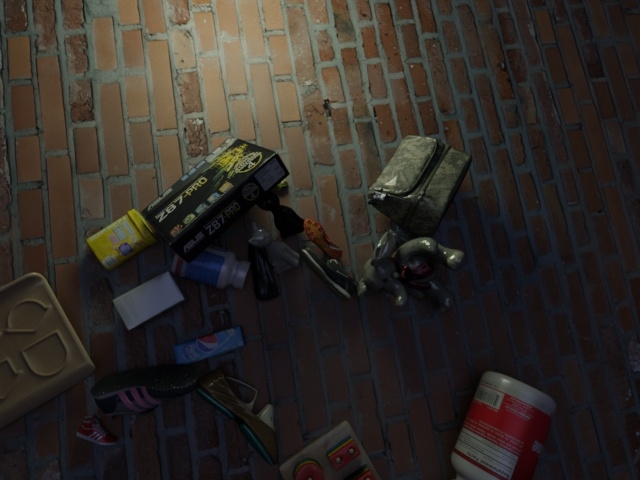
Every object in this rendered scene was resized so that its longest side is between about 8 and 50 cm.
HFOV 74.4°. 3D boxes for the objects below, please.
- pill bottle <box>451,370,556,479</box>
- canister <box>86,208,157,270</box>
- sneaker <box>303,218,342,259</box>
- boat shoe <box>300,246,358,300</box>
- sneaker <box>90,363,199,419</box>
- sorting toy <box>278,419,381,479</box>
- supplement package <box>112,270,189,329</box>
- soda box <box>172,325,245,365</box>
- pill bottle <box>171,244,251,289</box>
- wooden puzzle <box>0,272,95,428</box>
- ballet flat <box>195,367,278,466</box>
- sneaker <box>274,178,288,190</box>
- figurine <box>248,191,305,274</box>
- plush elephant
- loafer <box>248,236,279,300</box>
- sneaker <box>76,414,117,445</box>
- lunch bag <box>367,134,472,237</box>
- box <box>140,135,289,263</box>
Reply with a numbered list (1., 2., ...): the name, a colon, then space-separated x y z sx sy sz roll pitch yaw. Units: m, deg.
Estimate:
1. pill bottle: 0.549 0.641 1.308 0.228 0.229 0.408 28 78 -3
2. canister: -0.621 -0.002 1.320 0.169 0.073 0.126 -35 87 -12
3. sneaker: 0.000 0.000 1.408 0.064 0.067 0.175 -43 106 -14
4. boat shoe: 0.029 0.098 1.393 0.233 0.084 0.079 43 73 -13
5. sneaker: -0.491 0.446 1.224 0.318 0.112 0.131 -8 112 9
6. sorting toy: 0.045 0.740 1.283 0.255 0.089 0.257 -30 86 -12
7. supplement package: -0.512 0.183 1.287 0.179 0.105 0.105 -30 85 -12
8. soda box: -0.341 0.325 1.305 0.209 0.071 0.067 -16 83 -11
9. pill bottle: -0.338 0.080 1.323 0.221 0.124 0.125 18 78 -5
10. wooden puzzle: -0.880 0.317 1.225 0.321 0.080 0.348 -31 91 -12
11. ballet flat: -0.224 0.520 1.284 0.342 0.116 0.124 43 57 4
12. sneaker: -0.149 -0.184 1.446 0.083 0.031 0.035 -22 84 -12
13. figurine: -0.144 -0.032 1.307 0.092 0.209 0.215 -9 56 26
14. plush elephant: 0.255 0.104 1.347 0.255 0.272 0.330 -30 57 -26
15. loafer: -0.185 0.085 1.377 0.078 0.076 0.224 -4 75 -32
16. sneaker: -0.645 0.553 1.232 0.118 0.042 0.067 18 81 -3
17. lunch bag: 0.330 -0.193 1.433 0.255 0.213 0.305 28 69 15
18. box: -0.327 -0.142 1.280 0.395 0.318 0.097 -44 128 -13
